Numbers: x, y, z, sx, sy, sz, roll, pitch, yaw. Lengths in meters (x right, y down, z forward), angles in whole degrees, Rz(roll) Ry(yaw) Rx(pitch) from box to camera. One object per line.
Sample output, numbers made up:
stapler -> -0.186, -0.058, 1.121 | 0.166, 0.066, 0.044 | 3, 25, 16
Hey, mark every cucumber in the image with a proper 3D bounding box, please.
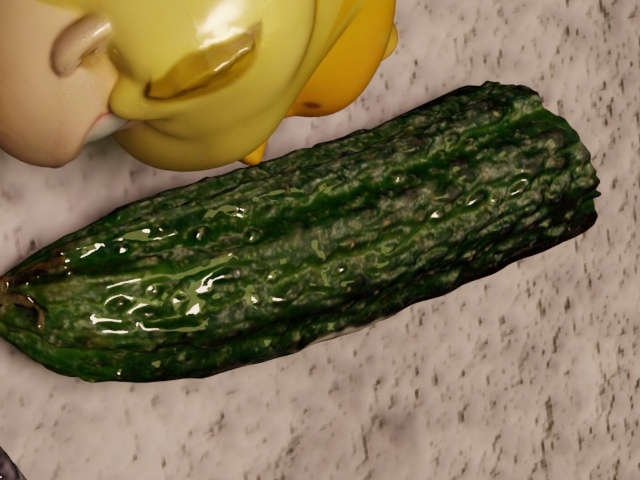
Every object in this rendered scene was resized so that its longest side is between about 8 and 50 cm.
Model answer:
cucumber -> 0.001, 0.000, 0.646 | 0.265, 0.077, 0.077 | -23, 107, -35

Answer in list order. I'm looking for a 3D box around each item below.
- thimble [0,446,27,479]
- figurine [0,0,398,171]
thimble -> -0.138, 0.102, 0.546 | 0.095, 0.066, 0.104 | -19, 108, -35
figurine -> -0.086, -0.062, 0.531 | 0.246, 0.156, 0.131 | -29, 111, -19
